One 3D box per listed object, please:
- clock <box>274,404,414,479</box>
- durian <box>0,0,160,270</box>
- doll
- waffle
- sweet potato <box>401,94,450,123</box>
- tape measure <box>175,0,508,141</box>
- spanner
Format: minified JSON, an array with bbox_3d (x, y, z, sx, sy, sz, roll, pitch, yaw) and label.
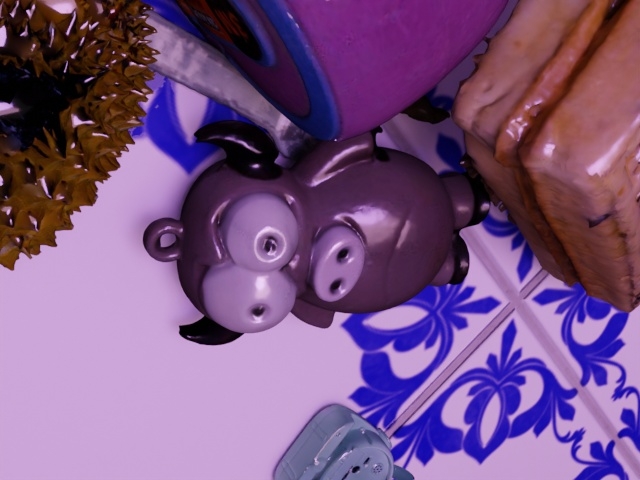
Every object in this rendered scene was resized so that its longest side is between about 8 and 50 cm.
[{"bbox_3d":[0.029,0.222,0.683,0.135,0.041,0.101,33,94,-34],"label":"clock"},{"bbox_3d":[-0.176,-0.082,0.373,0.194,0.138,0.237,12,110,-30],"label":"durian"},{"bbox_3d":[0.001,-0.001,0.526,0.257,0.117,0.182,-4,120,-29],"label":"doll"},{"bbox_3d":[0.243,-0.104,0.532,0.261,0.114,0.376,-60,149,-1],"label":"waffle"},{"bbox_3d":[0.052,-0.137,0.542,0.041,0.038,0.153,-30,127,14],"label":"sweet potato"},{"bbox_3d":[-0.015,-0.180,0.371,0.149,0.231,0.245,-41,125,-7],"label":"tape measure"},{"bbox_3d":[-0.106,-0.128,0.474,0.302,0.017,0.071,24,99,-33],"label":"spanner"}]
